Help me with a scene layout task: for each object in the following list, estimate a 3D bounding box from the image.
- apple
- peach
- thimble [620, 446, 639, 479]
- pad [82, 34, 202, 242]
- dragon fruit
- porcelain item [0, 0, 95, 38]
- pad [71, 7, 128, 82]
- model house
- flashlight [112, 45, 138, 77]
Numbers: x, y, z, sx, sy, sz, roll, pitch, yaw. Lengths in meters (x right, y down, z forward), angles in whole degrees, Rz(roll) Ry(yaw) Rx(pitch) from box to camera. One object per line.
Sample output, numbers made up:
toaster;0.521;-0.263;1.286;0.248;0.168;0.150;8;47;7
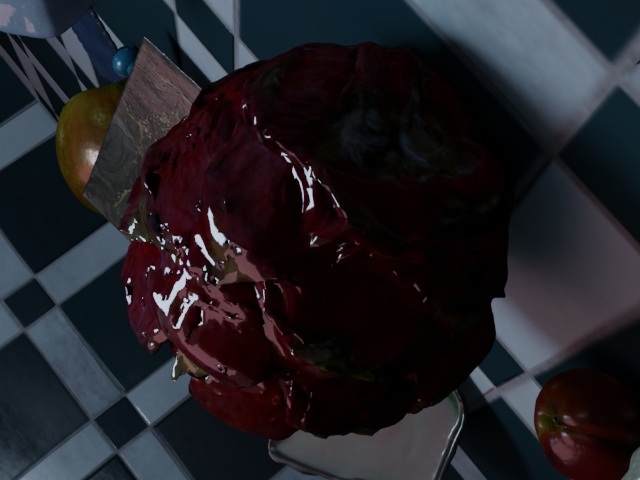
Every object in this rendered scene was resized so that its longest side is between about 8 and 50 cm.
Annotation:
apple;-0.327;-0.165;1.657;0.246;0.246;0.226;145;106;-76
peach;0.235;0.159;0.828;0.101;0.100;0.101;48;166;16
thimble;0.297;0.218;0.681;0.143;0.137;0.191;37;145;53
pad;-0.228;-0.095;1.437;0.247;0.007;0.367;44;136;7
dragon fruit;0.002;0.002;0.766;0.329;0.329;0.329;48;166;16
porcelain item;-0.314;-0.389;0.932;0.178;0.243;0.405;29;158;13
pad;-0.433;-0.392;1.781;0.269;0.012;0.269;33;156;53
model house;0.075;0.205;1.315;0.236;0.202;0.237;15;-172;4
flashlight;-0.285;-0.264;1.548;0.129;0.051;0.051;42;163;25
